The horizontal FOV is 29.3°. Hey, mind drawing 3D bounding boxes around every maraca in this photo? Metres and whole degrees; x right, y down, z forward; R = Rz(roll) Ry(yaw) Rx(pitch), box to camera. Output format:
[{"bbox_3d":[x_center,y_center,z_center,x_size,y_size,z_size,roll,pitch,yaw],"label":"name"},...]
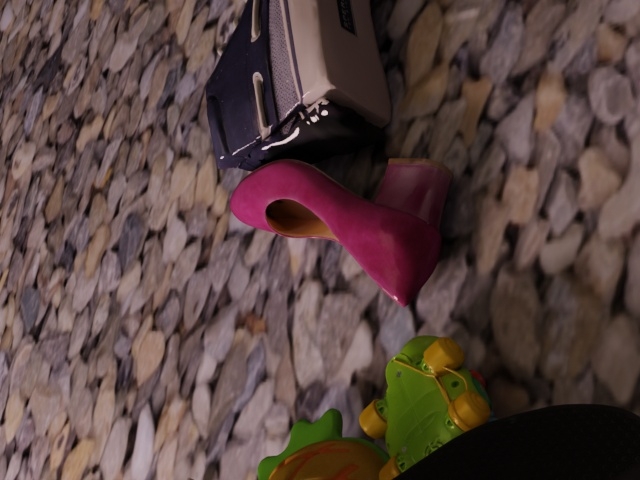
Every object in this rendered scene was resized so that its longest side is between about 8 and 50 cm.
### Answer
[{"bbox_3d":[0.000,0.192,0.878,0.127,0.099,0.186,-45,29,1],"label":"maraca"}]

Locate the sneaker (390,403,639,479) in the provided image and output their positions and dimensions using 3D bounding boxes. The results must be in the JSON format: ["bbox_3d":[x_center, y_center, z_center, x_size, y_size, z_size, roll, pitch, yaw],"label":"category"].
[{"bbox_3d":[0.092,0.209,0.756,0.270,0.145,0.090,-24,32,-2],"label":"sneaker"}]

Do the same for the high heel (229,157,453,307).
[{"bbox_3d":[0.000,0.000,1.000,0.244,0.082,0.117,1,62,40],"label":"high heel"}]

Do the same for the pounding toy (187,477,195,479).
[{"bbox_3d":[-0.114,0.293,0.964,0.237,0.110,0.183,16,85,55],"label":"pounding toy"}]

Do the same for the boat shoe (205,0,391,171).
[{"bbox_3d":[-0.039,-0.211,1.119,0.158,0.127,0.341,-27,52,33],"label":"boat shoe"}]

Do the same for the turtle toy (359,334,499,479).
[{"bbox_3d":[0.080,0.115,0.841,0.095,0.066,0.130,-47,39,25],"label":"turtle toy"}]
